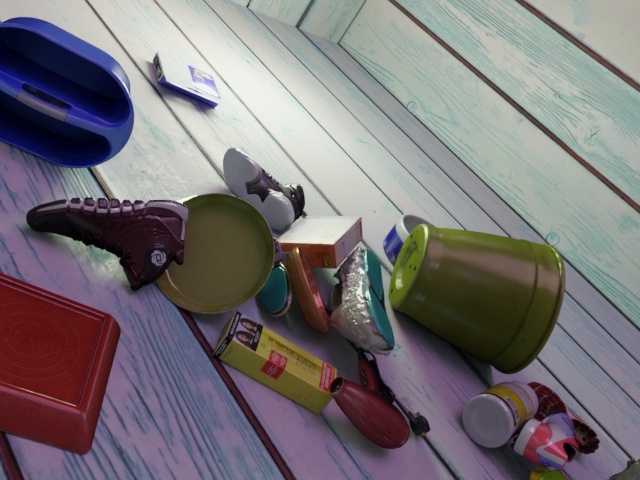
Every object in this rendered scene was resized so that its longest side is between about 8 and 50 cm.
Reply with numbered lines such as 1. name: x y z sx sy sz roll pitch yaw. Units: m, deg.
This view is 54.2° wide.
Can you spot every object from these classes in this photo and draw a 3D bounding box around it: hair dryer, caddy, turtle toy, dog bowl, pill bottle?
1. hair dryer: 0.094 0.310 1.232 0.224 0.080 0.293 48 8 27
2. caddy: -0.544 -0.293 1.259 0.341 0.241 0.179 25 22 -23
3. turtle toy: 0.513 0.545 1.383 0.095 0.066 0.130 24 14 30
4. dog bowl: 0.327 0.042 1.948 0.264 0.104 0.265 30 26 -16
5. pill bottle: 0.427 0.398 1.461 0.208 0.119 0.119 -1 45 -53

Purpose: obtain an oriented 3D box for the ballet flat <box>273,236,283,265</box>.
1. ballet flat: -0.170 -0.018 1.368 0.221 0.079 0.077 25 38 28

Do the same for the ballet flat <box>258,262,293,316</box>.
1. ballet flat: -0.103 0.082 1.380 0.086 0.086 0.248 16 32 -36

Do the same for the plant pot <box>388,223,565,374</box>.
1. plant pot: 0.384 0.121 1.657 0.352 0.367 0.366 20 28 -8

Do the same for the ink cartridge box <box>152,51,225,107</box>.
1. ink cartridge box: -0.417 -0.496 1.977 0.206 0.045 0.208 18 31 -35

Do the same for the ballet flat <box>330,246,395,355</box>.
1. ballet flat: 0.086 0.152 1.427 0.147 0.147 0.409 32 20 -10

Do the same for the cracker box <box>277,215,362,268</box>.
1. cracker box: 0.000 0.000 1.555 0.155 0.067 0.232 1 19 21

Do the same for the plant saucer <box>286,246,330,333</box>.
1. plant saucer: -0.029 0.112 1.359 0.200 0.037 0.200 -20 90 -87

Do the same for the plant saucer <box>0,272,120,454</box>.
1. plant saucer: -0.420 0.151 0.893 0.258 0.048 0.259 26 28 -21

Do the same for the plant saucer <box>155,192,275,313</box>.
1. plant saucer: -0.207 0.026 1.218 0.241 0.241 0.037 43 -11 12

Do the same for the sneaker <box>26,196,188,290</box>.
1. sneaker: -0.376 0.011 1.129 0.281 0.106 0.163 -2 81 -18

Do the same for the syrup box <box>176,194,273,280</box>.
1. syrup box: -0.222 0.020 1.305 0.237 0.093 0.096 42 26 11

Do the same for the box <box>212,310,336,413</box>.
1. box: -0.082 0.228 1.173 0.232 0.058 0.087 33 26 -10

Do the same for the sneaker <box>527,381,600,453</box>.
1. sneaker: 0.631 0.470 1.663 0.225 0.088 0.092 47 7 19

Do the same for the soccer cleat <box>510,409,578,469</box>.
1. soccer cleat: 0.549 0.470 1.456 0.116 0.109 0.318 30 8 35

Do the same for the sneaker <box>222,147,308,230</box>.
1. sneaker: -0.142 -0.142 1.676 0.269 0.101 0.153 49 27 12

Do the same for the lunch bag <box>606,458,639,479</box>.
1. lunch bag: 0.692 0.618 1.293 0.168 0.235 0.287 -2 46 -45
